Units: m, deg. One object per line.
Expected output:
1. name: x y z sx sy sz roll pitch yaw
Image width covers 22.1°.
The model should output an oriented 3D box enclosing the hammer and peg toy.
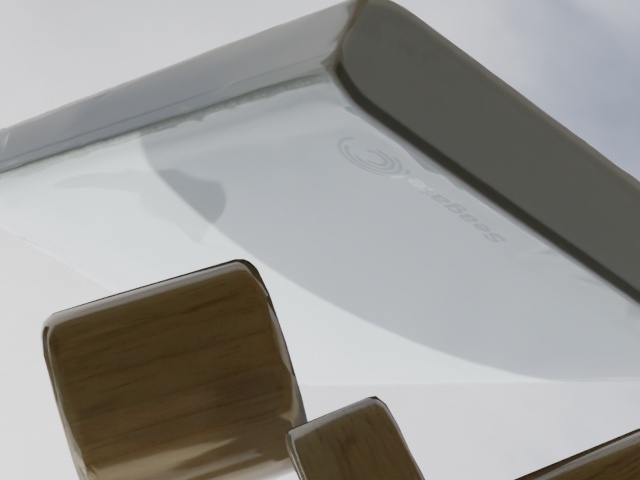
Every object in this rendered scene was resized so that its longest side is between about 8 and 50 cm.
1. hammer and peg toy: 0.054 0.165 0.356 0.127 0.266 0.361 -22 -139 -5

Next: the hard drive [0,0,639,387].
1. hard drive: 0.000 0.000 0.656 0.307 0.203 0.040 -8 -126 57
